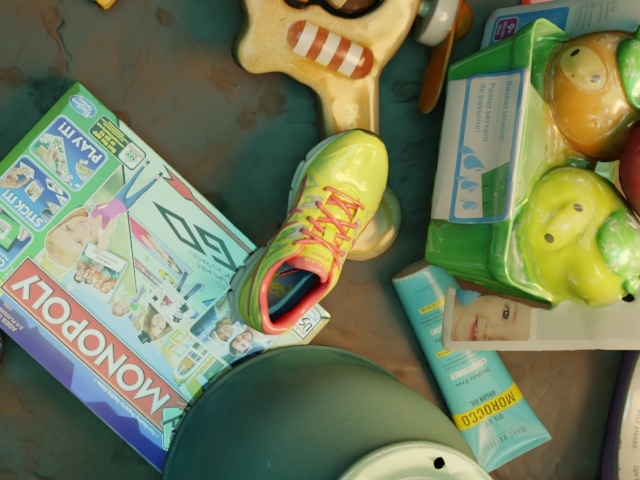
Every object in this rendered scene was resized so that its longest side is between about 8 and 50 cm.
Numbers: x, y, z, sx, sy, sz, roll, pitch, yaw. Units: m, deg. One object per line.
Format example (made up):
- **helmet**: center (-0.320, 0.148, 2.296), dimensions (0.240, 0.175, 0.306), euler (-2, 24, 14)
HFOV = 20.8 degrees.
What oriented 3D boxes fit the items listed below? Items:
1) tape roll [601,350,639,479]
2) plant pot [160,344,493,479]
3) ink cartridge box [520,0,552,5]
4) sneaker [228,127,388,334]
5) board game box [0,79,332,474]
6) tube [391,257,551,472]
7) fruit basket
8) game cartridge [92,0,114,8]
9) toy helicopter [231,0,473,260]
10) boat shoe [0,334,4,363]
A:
- **tape roll**: center (0.328, 0.158, 1.519), dimensions (0.090, 0.275, 0.274), euler (12, 91, -4)
- **plant pot**: center (0.030, 0.238, 1.477), dimensions (0.272, 0.255, 0.271), euler (-2, 95, -22)
- **ink cartridge box**: center (0.323, -0.251, 1.592), dimensions (0.261, 0.066, 0.296), euler (11, 92, 3)
- **sneaker**: center (0.000, 0.000, 1.522), dimensions (0.081, 0.094, 0.208), euler (28, 98, -17)
- **board game box**: center (-0.176, 0.039, 1.593), dimensions (0.317, 0.046, 0.213), euler (43, 88, -4)
- **tube**: center (0.134, 0.114, 1.621), dimensions (0.080, 0.052, 0.207), euler (-27, 99, 4)
- **fruit basket**: center (0.253, -0.069, 1.443), dimensions (0.165, 0.353, 0.327), euler (20, 73, -41)
- **game cartridge**: center (-0.203, -0.421, 1.577), dimensions (0.285, 0.053, 0.323), euler (40, 86, -4)
- **toy helicopter**: center (0.038, -0.158, 1.581), dimensions (0.235, 0.140, 0.355), euler (-8, 103, -13)
- **boat shoe**: center (-0.388, 0.112, 1.504), dimensions (0.258, 0.089, 0.109), euler (-19, 51, -36)
